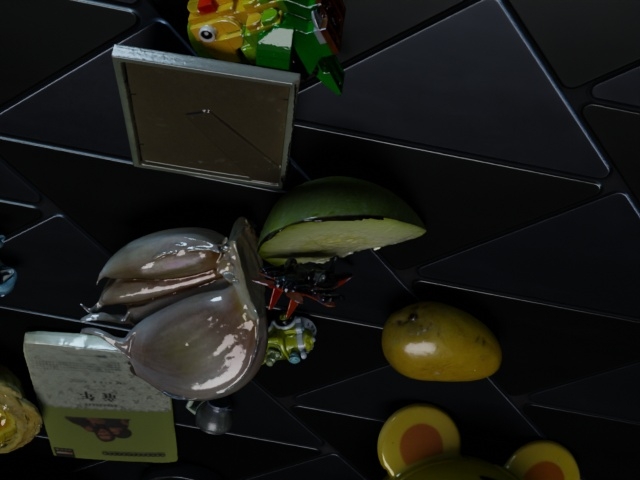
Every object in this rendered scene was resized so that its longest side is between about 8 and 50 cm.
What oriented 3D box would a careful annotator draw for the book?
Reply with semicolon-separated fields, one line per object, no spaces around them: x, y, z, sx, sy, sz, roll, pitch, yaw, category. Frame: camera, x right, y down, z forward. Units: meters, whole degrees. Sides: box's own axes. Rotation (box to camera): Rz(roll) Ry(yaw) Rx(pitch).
-0.376;0.283;1.836;0.239;0.035;0.352;4;136;1;book

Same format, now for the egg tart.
-0.614;0.283;1.831;0.279;0.095;0.279;6;142;4;egg tart

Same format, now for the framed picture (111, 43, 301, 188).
-0.138;-0.142;1.293;0.211;0.020;0.289;9;158;-1;framed picture

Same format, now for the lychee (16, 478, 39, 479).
-0.542;0.601;2.021;0.276;0.275;0.304;-24;116;29;lychee

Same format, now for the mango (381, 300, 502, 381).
0.185;0.159;1.585;0.195;0.098;0.137;21;133;-24;mango

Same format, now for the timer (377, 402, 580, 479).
0.235;0.493;1.787;0.376;0.376;0.387;20;92;-12;timer

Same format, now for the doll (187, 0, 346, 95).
-0.059;-0.239;1.193;0.186;0.106;0.134;8;145;0;doll

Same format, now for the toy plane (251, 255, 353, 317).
-0.007;0.054;1.455;0.130;0.189;0.061;22;116;31;toy plane

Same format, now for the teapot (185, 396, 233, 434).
-0.189;0.289;1.804;0.088;0.066;0.057;25;118;13;teapot

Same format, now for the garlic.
-0.190;0.100;1.499;0.292;0.210;0.237;-27;134;20;garlic

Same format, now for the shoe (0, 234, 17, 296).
-0.514;0.061;1.579;0.106;0.091;0.207;14;133;1;shoe

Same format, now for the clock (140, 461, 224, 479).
-0.265;0.493;2.034;0.184;0.040;0.184;4;136;4;clock

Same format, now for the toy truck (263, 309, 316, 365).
-0.060;0.160;1.631;0.111;0.077;0.076;-11;134;18;toy truck

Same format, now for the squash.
0.000;0.000;1.405;0.237;0.155;0.204;-16;130;21;squash
